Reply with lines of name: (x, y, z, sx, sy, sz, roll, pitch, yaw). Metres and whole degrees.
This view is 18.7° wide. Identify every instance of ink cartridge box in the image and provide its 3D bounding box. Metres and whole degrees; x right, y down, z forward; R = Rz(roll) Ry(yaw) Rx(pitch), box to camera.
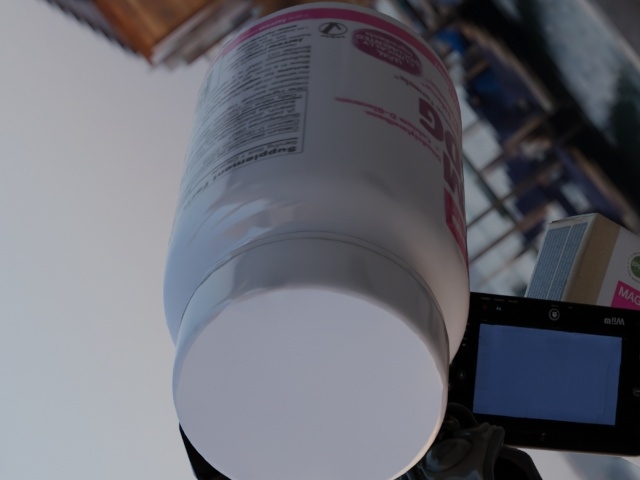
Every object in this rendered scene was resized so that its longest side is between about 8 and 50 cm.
ink cartridge box: (0.310, 0.108, 1.914, 0.235, 0.193, 0.088, 27, 162, -22)

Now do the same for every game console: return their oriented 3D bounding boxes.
game console: (0.082, 0.070, 1.328, 0.361, 0.213, 0.044, 7, -175, -19)

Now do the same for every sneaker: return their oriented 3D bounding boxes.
sneaker: (0.024, 0.144, 1.083, 0.087, 0.228, 0.130, -91, 10, -49)

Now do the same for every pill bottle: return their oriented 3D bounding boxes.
pill bottle: (0.000, 0.000, 1.050, 0.160, 0.160, 0.283, 51, -158, -26)
